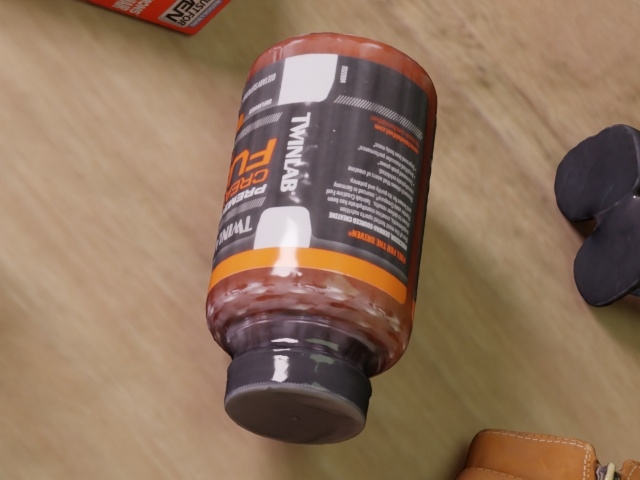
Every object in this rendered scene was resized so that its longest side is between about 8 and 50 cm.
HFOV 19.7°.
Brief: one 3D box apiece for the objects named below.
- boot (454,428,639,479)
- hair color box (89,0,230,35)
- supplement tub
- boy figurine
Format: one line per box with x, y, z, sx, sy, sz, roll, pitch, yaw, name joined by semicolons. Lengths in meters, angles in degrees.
0.069;0.170;0.912;0.283;0.109;0.220;19;45;-4;boot
-0.125;-0.179;0.961;0.167;0.053;0.093;16;60;-28;hair color box
0.000;0.000;0.934;0.106;0.106;0.198;23;57;-25;supplement tub
0.282;0.001;1.145;0.285;0.092;0.177;5;64;-30;boy figurine
